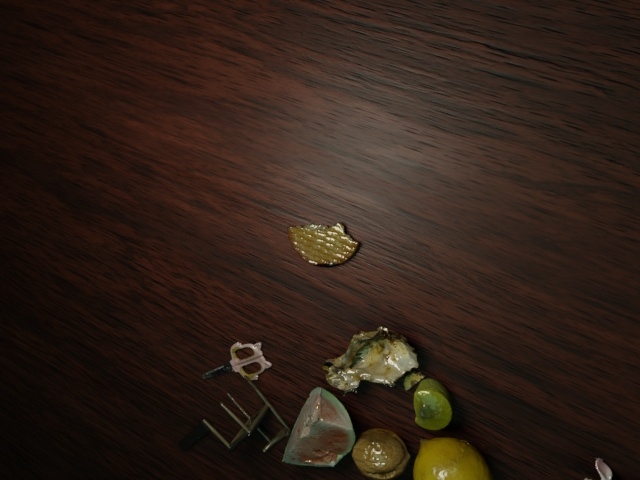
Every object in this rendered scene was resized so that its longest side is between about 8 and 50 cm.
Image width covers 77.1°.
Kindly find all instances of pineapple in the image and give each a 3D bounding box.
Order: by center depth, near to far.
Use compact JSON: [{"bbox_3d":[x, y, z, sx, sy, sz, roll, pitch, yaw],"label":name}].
[{"bbox_3d":[0.288,0.441,1.280,0.045,0.019,0.083,42,112,1],"label":"pineapple"}]

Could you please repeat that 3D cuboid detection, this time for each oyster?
[{"bbox_3d":[0.145,0.387,1.260,0.337,0.133,0.197,-40,89,26],"label":"oyster"}]

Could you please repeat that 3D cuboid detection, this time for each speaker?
[{"bbox_3d":[-0.515,0.797,1.650,0.191,0.040,0.046,-44,83,24],"label":"speaker"}]

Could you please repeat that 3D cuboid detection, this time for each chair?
[{"bbox_3d":[-0.255,0.664,1.446,0.272,0.166,0.188,43,123,4],"label":"chair"}]

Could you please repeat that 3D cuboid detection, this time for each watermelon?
[{"bbox_3d":[-0.015,0.643,1.350,0.224,0.180,0.305,51,126,33],"label":"watermelon"}]

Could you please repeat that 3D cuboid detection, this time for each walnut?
[{"bbox_3d":[0.199,0.692,1.302,0.184,0.155,0.155,-3,101,22],"label":"walnut"}]

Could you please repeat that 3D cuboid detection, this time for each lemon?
[{"bbox_3d":[0.398,0.720,1.191,0.229,0.228,0.253,-25,99,24],"label":"lemon"}]

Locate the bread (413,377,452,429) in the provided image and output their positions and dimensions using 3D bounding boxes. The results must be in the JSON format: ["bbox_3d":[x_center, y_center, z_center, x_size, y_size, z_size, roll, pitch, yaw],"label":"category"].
[{"bbox_3d":[0.343,0.495,1.218,0.111,0.114,0.129,4,103,19],"label":"bread"}]

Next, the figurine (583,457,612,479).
[{"bbox_3d":[0.800,0.695,1.019,0.316,0.284,0.206,-21,93,35],"label":"figurine"}]

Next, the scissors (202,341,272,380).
[{"bbox_3d":[-0.329,0.472,1.516,0.318,0.024,0.160,-24,95,23],"label":"scissors"}]

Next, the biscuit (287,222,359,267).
[{"bbox_3d":[0.000,0.000,1.282,0.229,0.031,0.176,37,111,11],"label":"biscuit"}]
